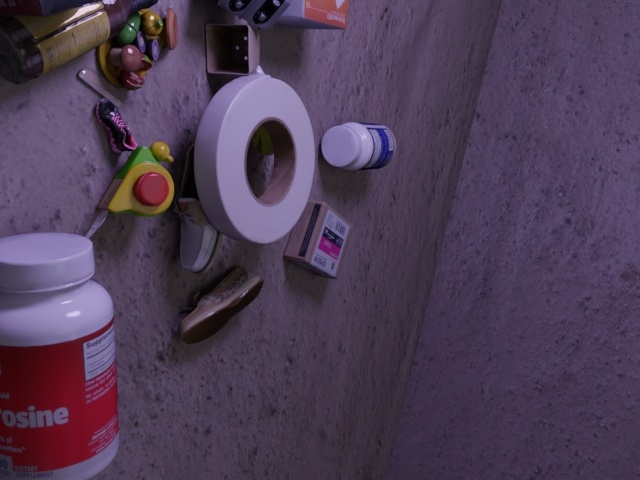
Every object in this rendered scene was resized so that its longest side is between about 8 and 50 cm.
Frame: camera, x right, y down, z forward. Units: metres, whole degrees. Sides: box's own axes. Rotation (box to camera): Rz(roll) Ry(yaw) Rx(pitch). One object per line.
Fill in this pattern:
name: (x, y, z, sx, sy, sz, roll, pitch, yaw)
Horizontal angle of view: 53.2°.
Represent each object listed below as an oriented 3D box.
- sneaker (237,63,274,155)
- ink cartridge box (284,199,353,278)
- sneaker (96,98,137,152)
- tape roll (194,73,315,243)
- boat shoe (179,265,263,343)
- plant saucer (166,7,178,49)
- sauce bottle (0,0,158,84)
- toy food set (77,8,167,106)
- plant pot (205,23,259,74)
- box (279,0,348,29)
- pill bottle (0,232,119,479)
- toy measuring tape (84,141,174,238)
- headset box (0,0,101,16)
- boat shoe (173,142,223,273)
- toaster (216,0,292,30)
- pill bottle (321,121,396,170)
sneaker: (-0.149, -0.345, 1.642, 0.126, 0.091, 0.240, -66, 154, -57)
ink cartridge box: (0.000, 0.000, 2.007, 0.234, 0.088, 0.193, 33, 71, -60)
sneaker: (-0.397, -0.225, 1.261, 0.047, 0.057, 0.119, -51, 140, -35)
tape roll: (-0.142, -0.187, 1.503, 0.392, 0.072, 0.392, -21, 115, -55)
boat shoe: (-0.264, 0.161, 1.627, 0.285, 0.089, 0.105, -35, 156, -47)
plant saucer: (-0.308, -0.439, 1.332, 0.083, 0.013, 0.084, -179, -90, -86)
sauce bottle: (-0.416, -0.385, 1.112, 0.344, 0.111, 0.111, -48, 139, -42)
toy food set: (-0.361, -0.366, 1.254, 0.218, 0.071, 0.128, -66, 149, -20)
plant pot: (-0.194, -0.446, 1.490, 0.096, 0.109, 0.109, -39, 134, -64)
box: (-0.041, -0.714, 1.581, 0.215, 0.168, 0.345, -17, 116, -57)
pill bottle: (-0.475, 0.203, 1.112, 0.229, 0.229, 0.408, -23, 120, -56)
toy measuring tape: (-0.386, -0.050, 1.290, 0.330, 0.121, 0.121, -63, 148, -13)
headset box: (-0.407, -0.407, 0.934, 0.218, 0.293, 0.110, -43, 136, -44)
boat shoe: (-0.286, -0.076, 1.471, 0.103, 0.113, 0.302, 14, 81, -55)
toaster: (-0.167, -0.580, 1.408, 0.168, 0.110, 0.186, 10, 51, -53)
pill bottle: (0.122, -0.300, 2.038, 0.264, 0.153, 0.153, -13, 112, -58)
